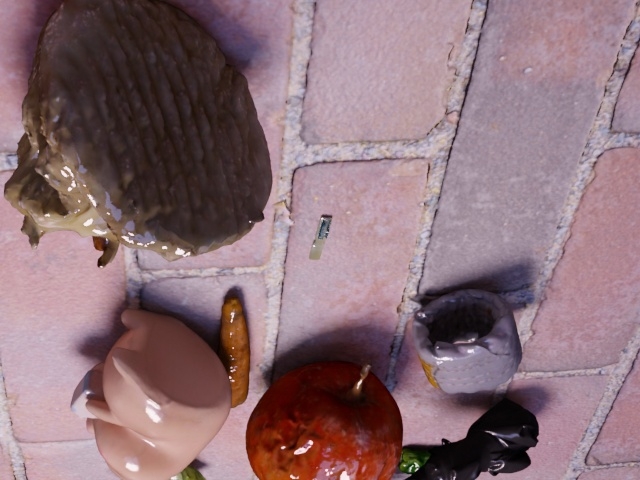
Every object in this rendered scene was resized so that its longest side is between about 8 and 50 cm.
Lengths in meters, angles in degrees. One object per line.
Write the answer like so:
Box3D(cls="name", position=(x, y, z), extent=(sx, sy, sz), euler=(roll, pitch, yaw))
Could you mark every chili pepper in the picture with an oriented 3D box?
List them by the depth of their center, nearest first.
Box3D(cls="chili pepper", position=(0.226, 0.384, 1.875), extent=(0.182, 0.050, 0.073), euler=(-13, 142, 5))

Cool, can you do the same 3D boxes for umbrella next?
Box3D(cls="umbrella", position=(0.226, 0.359, 1.717), extent=(0.340, 0.118, 0.118), euler=(-18, 146, -37))

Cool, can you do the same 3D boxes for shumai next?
Box3D(cls="shumai", position=(-0.237, -0.117, 1.183), extent=(0.262, 0.267, 0.314), euler=(-9, 116, 43))

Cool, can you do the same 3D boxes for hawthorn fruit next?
Box3D(cls="hawthorn fruit", position=(0.024, 0.276, 1.593), extent=(0.241, 0.242, 0.272), euler=(15, 126, -26))

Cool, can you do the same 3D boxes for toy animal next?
Box3D(cls="toy animal", position=(-0.247, 0.246, 1.531), extent=(0.212, 0.195, 0.256), euler=(23, 131, -22))

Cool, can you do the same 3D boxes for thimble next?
Box3D(cls="thimble", position=(0.215, 0.146, 1.565), extent=(0.151, 0.127, 0.118), euler=(-17, 136, 5))

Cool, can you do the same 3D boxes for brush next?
Box3D(cls="brush", position=(0.000, 0.000, 1.448), extent=(0.016, 0.013, 0.084), euler=(1, 138, -16))

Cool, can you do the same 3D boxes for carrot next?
Box3D(cls="carrot", position=(-0.130, 0.157, 1.560), extent=(0.061, 0.061, 0.210), euler=(-2, 133, -10))

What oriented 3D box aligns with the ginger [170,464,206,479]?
Box3D(cls="ginger", position=(-0.315, 0.455, 1.820), extent=(0.137, 0.089, 0.290), euler=(7, 142, -45))
